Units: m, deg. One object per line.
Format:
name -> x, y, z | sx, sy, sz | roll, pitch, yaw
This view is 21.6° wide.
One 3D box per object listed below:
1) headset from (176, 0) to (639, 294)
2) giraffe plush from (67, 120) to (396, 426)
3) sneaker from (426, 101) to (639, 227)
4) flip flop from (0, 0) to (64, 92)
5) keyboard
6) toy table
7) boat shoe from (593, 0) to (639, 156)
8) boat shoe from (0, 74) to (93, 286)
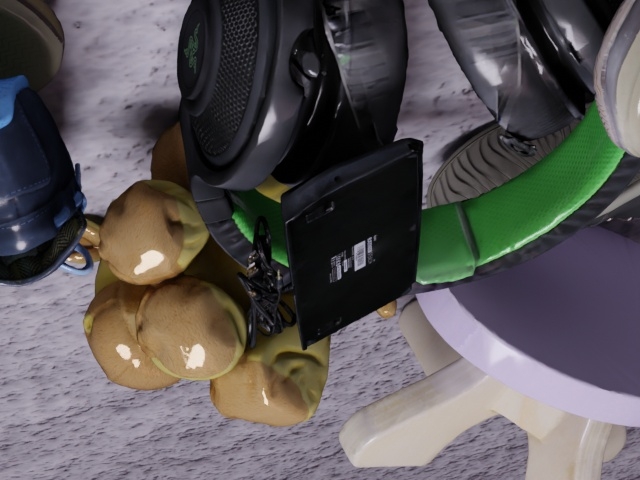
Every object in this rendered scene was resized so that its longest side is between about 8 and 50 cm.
headset -> 0.047, -0.081, 0.786 | 0.243, 0.185, 0.394 | -13, 143, 0
giraffe plush -> -0.079, 0.024, 1.009 | 0.170, 0.181, 0.210 | -21, -172, 39
sneaker -> 0.183, -0.033, 1.053 | 0.222, 0.083, 0.118 | -19, 153, 10
flip flop -> -0.253, -0.080, 0.771 | 0.277, 0.080, 0.112 | 0, 151, -32
keyboard -> 0.000, 0.000, 0.824 | 0.100, 0.038, 0.192 | -27, 159, -9
toy table -> 0.146, 0.093, 1.147 | 0.274, 0.252, 0.161 | 15, 127, -28
boat shoe -> 0.250, -0.151, 0.696 | 0.123, 0.116, 0.324 | 12, 114, -53
boat shoe -> -0.170, -0.013, 0.851 | 0.109, 0.089, 0.258 | -21, 178, -3
